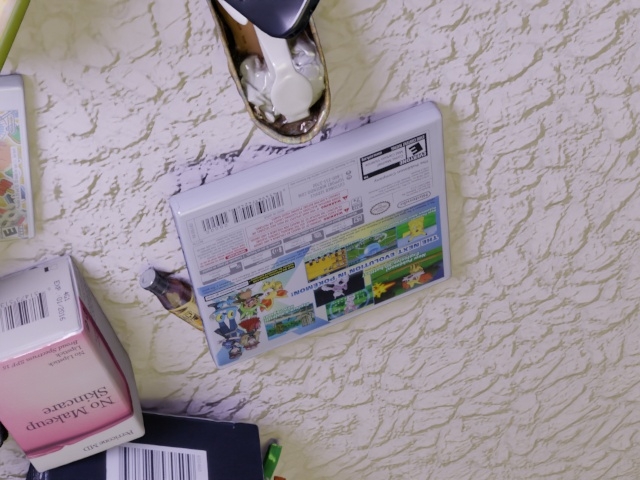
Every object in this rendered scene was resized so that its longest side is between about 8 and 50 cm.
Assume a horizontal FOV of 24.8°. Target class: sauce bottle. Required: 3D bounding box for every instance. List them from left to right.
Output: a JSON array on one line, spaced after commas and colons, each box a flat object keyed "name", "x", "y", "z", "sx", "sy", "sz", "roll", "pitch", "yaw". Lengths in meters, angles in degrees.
[{"name": "sauce bottle", "x": -0.173, "y": 0.073, "z": 1.790, "sx": 0.042, "sy": 0.042, "sz": 0.128, "roll": -37, "pitch": 135, "yaw": 19}]

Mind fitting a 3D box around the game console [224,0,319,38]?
[{"name": "game console", "x": -0.086, "y": -0.355, "z": 1.228, "sx": 0.173, "sy": 0.250, "sz": 0.293, "roll": -6, "pitch": 131, "yaw": -55}]

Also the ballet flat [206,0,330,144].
[{"name": "ballet flat", "x": -0.057, "y": -0.228, "z": 1.450, "sx": 0.123, "sy": 0.123, "sz": 0.348, "roll": -19, "pitch": 139, "yaw": 0}]

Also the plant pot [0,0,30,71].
[{"name": "plant pot", "x": -0.372, "y": -0.214, "z": 1.241, "sx": 0.227, "sy": 0.207, "sz": 0.228, "roll": 16, "pitch": 112, "yaw": -33}]

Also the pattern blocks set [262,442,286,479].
[{"name": "pattern blocks set", "x": -0.089, "y": 0.441, "z": 2.018, "sx": 0.026, "sy": 0.325, "sz": 0.285, "roll": 15, "pitch": 136, "yaw": -8}]

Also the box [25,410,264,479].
[{"name": "box", "x": -0.264, "y": 0.434, "z": 1.977, "sx": 0.294, "sy": 0.212, "sz": 0.395, "roll": 9, "pitch": 129, "yaw": -16}]

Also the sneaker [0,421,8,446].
[{"name": "sneaker", "x": -0.440, "y": 0.201, "z": 1.717, "sx": 0.087, "sy": 0.130, "sz": 0.227, "roll": -24, "pitch": 156, "yaw": 10}]

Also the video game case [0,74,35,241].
[{"name": "video game case", "x": -0.414, "y": -0.075, "z": 1.549, "sx": 0.206, "sy": 0.026, "sz": 0.227, "roll": -7, "pitch": 138, "yaw": -13}]

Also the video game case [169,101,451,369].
[{"name": "video game case", "x": 0.000, "y": 0.000, "z": 1.749, "sx": 0.329, "sy": 0.036, "sz": 0.300, "roll": -21, "pitch": 140, "yaw": -11}]

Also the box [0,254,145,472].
[{"name": "box", "x": -0.323, "y": 0.152, "z": 1.753, "sx": 0.149, "sy": 0.127, "sz": 0.232, "roll": -20, "pitch": 139, "yaw": 0}]
